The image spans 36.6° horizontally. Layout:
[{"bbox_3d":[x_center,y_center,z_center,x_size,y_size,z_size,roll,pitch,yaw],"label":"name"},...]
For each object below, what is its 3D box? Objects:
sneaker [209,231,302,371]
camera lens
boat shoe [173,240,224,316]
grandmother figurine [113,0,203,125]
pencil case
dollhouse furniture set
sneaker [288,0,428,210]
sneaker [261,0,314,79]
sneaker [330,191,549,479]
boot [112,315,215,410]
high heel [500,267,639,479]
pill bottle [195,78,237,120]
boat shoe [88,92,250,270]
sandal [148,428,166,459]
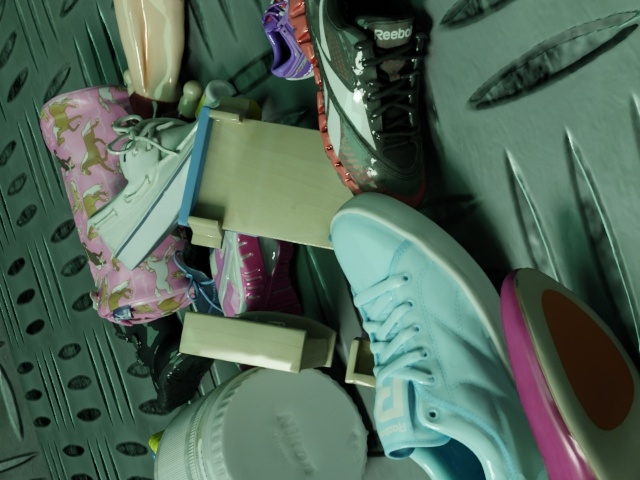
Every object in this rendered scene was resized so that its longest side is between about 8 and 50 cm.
[{"bbox_3d":[-0.092,0.059,1.313,0.111,0.103,0.252,30,123,55],"label":"sneaker"},{"bbox_3d":[-0.086,0.290,1.283,0.274,0.220,0.219,-40,70,58],"label":"camera lens"},{"bbox_3d":[-0.167,0.017,1.412,0.109,0.089,0.258,47,140,37],"label":"boat shoe"},{"bbox_3d":[-0.239,-0.212,1.414,0.208,0.104,0.342,-145,49,-58],"label":"grandmother figurine"},{"bbox_3d":[-0.323,-0.059,1.550,0.160,0.167,0.385,-30,76,54],"label":"pencil case"},{"bbox_3d":[0.000,0.000,1.136,0.198,0.287,0.303,22,-102,-78],"label":"dollhouse furniture set"},{"bbox_3d":[0.052,-0.157,0.961,0.135,0.098,0.276,-22,84,61],"label":"sneaker"},{"bbox_3d":[-0.033,-0.261,1.077,0.068,0.071,0.169,24,123,52],"label":"sneaker"},{"bbox_3d":[0.103,0.124,0.911,0.365,0.150,0.135,55,140,8],"label":"sneaker"},{"bbox_3d":[-0.276,0.160,1.651,0.207,0.094,0.246,58,152,18],"label":"boot"},{"bbox_3d":[0.209,0.214,0.846,0.181,0.127,0.377,-30,82,47],"label":"high heel"},{"bbox_3d":[-0.146,-0.181,1.326,0.043,0.043,0.083,63,148,17],"label":"pill bottle"},{"bbox_3d":[-0.225,-0.109,1.319,0.156,0.136,0.367,43,137,-3],"label":"boat shoe"},{"bbox_3d":[-0.182,0.378,1.585,0.317,0.126,0.138,8,115,58],"label":"sandal"}]
